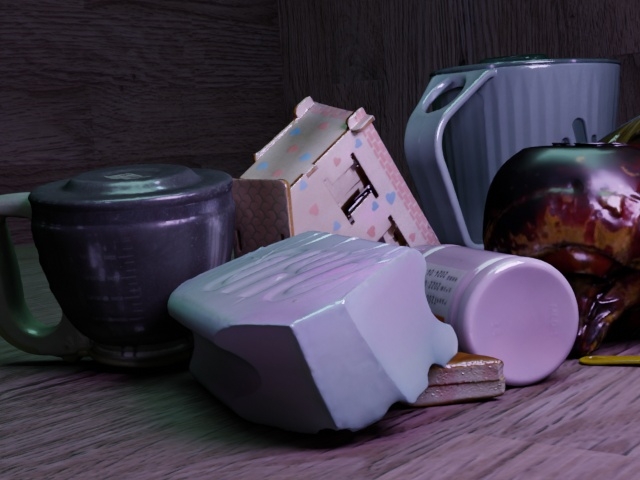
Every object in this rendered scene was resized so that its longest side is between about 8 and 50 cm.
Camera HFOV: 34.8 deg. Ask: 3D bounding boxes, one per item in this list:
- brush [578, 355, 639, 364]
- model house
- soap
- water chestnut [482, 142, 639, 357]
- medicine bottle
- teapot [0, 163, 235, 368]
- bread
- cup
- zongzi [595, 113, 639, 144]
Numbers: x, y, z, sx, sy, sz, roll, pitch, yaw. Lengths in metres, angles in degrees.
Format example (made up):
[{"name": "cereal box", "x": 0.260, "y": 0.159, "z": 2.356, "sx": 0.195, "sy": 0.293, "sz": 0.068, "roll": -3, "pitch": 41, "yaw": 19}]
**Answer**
[{"name": "brush", "x": 0.375, "y": 0.127, "z": 1.072, "sx": 0.205, "sy": 0.011, "sz": 0.083, "roll": -1, "pitch": 6, "yaw": 25}, {"name": "model house", "x": 0.007, "y": 0.014, "z": 1.313, "sx": 0.169, "sy": 0.326, "sz": 0.244, "roll": 6, "pitch": 47, "yaw": 48}, {"name": "soap", "x": -0.014, "y": 0.082, "z": 1.001, "sx": 0.208, "sy": 0.115, "sz": 0.347, "roll": -24, "pitch": 12, "yaw": -17}, {"name": "water chestnut", "x": 0.325, "y": 0.005, "z": 1.217, "sx": 0.289, "sy": 0.244, "sz": 0.289, "roll": -4, "pitch": 0, "yaw": 0}, {"name": "medicine bottle", "x": 0.164, "y": 0.073, "z": 1.125, "sx": 0.133, "sy": 0.133, "sz": 0.250, "roll": -5, "pitch": 7, "yaw": -17}, {"name": "teapot", "x": -0.257, "y": 0.038, "z": 1.217, "sx": 0.322, "sy": 0.239, "sz": 0.239, "roll": -6, "pitch": 12, "yaw": -15}, {"name": "bread", "x": 0.119, "y": 0.132, "z": 0.986, "sx": 0.109, "sy": 0.043, "sz": 0.062, "roll": -5, "pitch": 7, "yaw": -9}, {"name": "cup", "x": 0.306, "y": -0.118, "z": 1.714, "sx": 0.401, "sy": 0.392, "sz": 0.310, "roll": -4, "pitch": 5, "yaw": -12}, {"name": "zongzi", "x": 0.399, "y": -0.038, "z": 1.391, "sx": 0.432, "sy": 0.207, "sz": 0.403, "roll": -28, "pitch": -7, "yaw": -13}]
